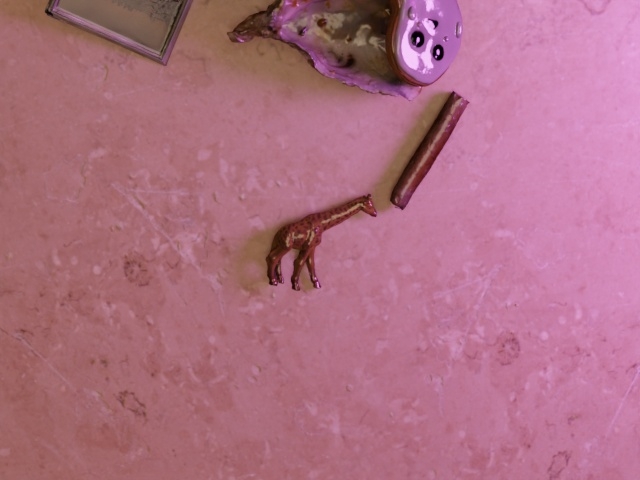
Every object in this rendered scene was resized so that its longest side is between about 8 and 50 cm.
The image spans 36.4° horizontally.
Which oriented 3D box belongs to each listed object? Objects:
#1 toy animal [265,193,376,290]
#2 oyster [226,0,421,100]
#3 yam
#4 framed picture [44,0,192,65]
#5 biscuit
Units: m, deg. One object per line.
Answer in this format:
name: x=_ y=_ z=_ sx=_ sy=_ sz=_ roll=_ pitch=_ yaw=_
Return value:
toy animal: x=-0.008 y=-0.006 z=2.009 sx=0.149 sy=0.054 sz=0.275 roll=34 pitch=100 yaw=-11
oyster: x=0.035 y=-0.415 z=1.883 sx=0.396 sy=0.111 sz=0.204 roll=19 pitch=98 yaw=-10
yam: x=0.218 y=-0.180 z=1.974 sx=0.046 sy=0.046 sz=0.263 roll=29 pitch=100 yaw=-8
framed picture: x=-0.379 y=-0.478 z=1.887 sx=0.252 sy=0.014 sz=0.197 roll=22 pitch=103 yaw=-16
biscuit: x=0.204 y=-0.401 z=1.870 sx=0.181 sy=0.049 sz=0.208 roll=8 pitch=90 yaw=-37
